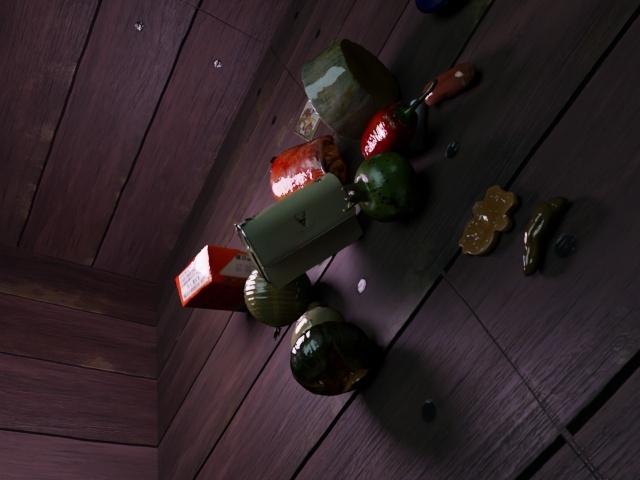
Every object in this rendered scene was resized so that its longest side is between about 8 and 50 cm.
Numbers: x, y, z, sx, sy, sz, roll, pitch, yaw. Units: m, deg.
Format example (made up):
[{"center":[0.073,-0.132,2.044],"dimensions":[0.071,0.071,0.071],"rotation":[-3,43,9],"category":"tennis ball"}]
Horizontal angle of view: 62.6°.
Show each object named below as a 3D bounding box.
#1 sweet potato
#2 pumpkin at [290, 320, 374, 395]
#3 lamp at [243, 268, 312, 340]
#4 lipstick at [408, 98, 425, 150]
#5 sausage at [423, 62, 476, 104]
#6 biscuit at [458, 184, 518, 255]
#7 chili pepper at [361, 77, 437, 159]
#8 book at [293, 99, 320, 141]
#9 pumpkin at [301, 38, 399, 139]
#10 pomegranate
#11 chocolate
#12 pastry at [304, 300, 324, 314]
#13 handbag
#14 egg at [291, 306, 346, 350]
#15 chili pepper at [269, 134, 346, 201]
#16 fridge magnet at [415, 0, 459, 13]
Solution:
[{"center":[0.457,-0.012,1.110],"dimensions":[0.053,0.054,0.182],"rotation":[-143,72,-71],"category":"sweet potato"},{"center":[0.031,0.328,1.481],"dimensions":[0.238,0.238,0.159],"rotation":[-55,26,27],"category":"pumpkin"},{"center":[-0.148,0.211,1.869],"dimensions":[0.250,0.250,0.284],"rotation":[-25,61,54],"category":"lamp"},{"center":[0.297,-0.357,1.624],"dimensions":[0.048,0.048,0.158],"rotation":[-25,53,54],"category":"lipstick"},{"center":[0.371,-0.452,1.525],"dimensions":[0.194,0.077,0.077],"rotation":[-17,58,59],"category":"sausage"},{"center":[0.403,-0.042,1.255],"dimensions":[0.133,0.027,0.184],"rotation":[28,100,62],"category":"biscuit"},{"center":[0.216,-0.332,1.538],"dimensions":[0.338,0.131,0.134],"rotation":[130,140,-68],"category":"chili pepper"},{"center":[-0.021,-0.619,2.403],"dimensions":[0.322,0.018,0.228],"rotation":[-65,28,12],"category":"book"},{"center":[0.120,-0.525,1.794],"dimensions":[0.199,0.332,0.332],"rotation":[-30,46,33],"category":"pumpkin"},{"center":[0.169,-0.152,1.523],"dimensions":[0.211,0.263,0.211],"rotation":[37,132,56],"category":"pomegranate"},{"center":[-0.395,0.177,2.246],"dimensions":[0.360,0.341,0.161],"rotation":[-38,52,45],"category":"chocolate"},{"center":[-0.020,0.261,1.798],"dimensions":[0.109,0.057,0.097],"rotation":[-60,27,17],"category":"pastry"},{"center":[-0.066,-0.036,1.708],"dimensions":[0.358,0.237,0.160],"rotation":[-31,20,-15],"category":"handbag"},{"center":[-0.007,0.297,1.637],"dimensions":[0.201,0.164,0.164],"rotation":[-51,32,12],"category":"egg"},{"center":[-0.026,-0.261,2.012],"dimensions":[0.305,0.229,0.251],"rotation":[-18,54,45],"category":"chili pepper"},{"center":[0.403,-0.845,1.672],"dimensions":[0.265,0.112,0.265],"rotation":[-41,39,44],"category":"fridge magnet"}]
